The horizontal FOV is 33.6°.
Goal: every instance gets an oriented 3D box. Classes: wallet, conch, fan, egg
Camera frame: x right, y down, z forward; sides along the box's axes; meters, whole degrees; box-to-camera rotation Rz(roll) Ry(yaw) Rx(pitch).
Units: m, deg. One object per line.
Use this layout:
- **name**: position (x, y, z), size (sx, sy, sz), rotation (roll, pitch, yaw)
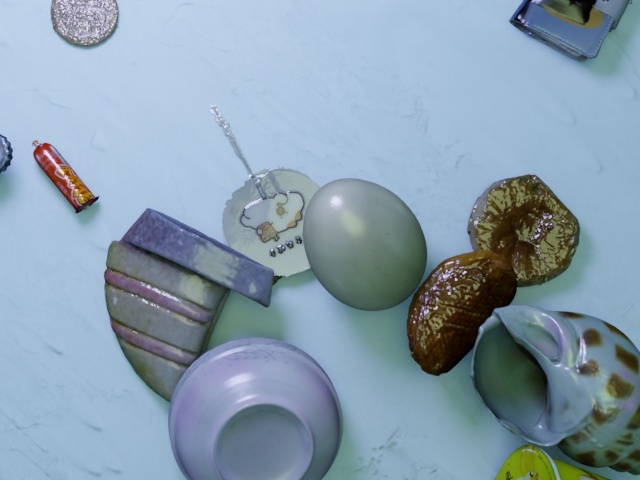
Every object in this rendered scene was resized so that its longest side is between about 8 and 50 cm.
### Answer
- **wallet**: position (0.451, -0.432, 1.827), size (0.170, 0.069, 0.231), rotation (31, 85, 5)
- **conch**: position (0.410, 0.249, 1.715), size (0.249, 0.197, 0.368), rotation (-37, 80, 5)
- **fan**: position (-0.106, -0.091, 1.801), size (0.190, 0.009, 0.329), rotation (-27, 83, -2)
- **egg**: position (0.068, 0.005, 1.704), size (0.188, 0.254, 0.189), rotation (-18, 47, 20)

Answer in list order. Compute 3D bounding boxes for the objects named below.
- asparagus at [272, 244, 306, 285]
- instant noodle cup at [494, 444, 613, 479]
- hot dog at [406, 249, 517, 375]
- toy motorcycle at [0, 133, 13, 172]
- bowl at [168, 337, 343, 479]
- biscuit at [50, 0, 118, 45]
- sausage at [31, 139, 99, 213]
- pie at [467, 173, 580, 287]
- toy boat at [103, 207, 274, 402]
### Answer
- **asparagus**: position (0.000, 0.000, 1.804), size (0.248, 0.025, 0.024), rotation (-37, 118, -3)
- **instant noodle cup**: position (0.404, 0.494, 1.664), size (0.221, 0.311, 0.311), rotation (14, 86, -10)
- **hot dog**: position (0.224, 0.118, 1.735), size (0.227, 0.160, 0.099), rotation (-47, 44, -16)
- **toy motorcycle**: position (-0.617, -0.115, 1.764), size (0.229, 0.094, 0.130), rotation (-40, 84, 9)
- **bowl**: position (-0.097, 0.309, 1.689), size (0.287, 0.144, 0.287), rotation (-2, 100, -10)
- **biscuit**: position (-0.405, -0.391, 1.820), size (0.120, 0.015, 0.120), rotation (0, 86, -3)
- **sausage**: position (-0.436, -0.114, 1.788), size (0.050, 0.048, 0.145), rotation (-39, 86, -9)
- **pie**: position (0.342, -0.011, 1.806), size (0.195, 0.046, 0.195), rotation (0, 87, -1)
- **toy boat**: position (-0.249, 0.090, 1.754), size (0.276, 0.111, 0.293), rotation (42, 95, 7)
